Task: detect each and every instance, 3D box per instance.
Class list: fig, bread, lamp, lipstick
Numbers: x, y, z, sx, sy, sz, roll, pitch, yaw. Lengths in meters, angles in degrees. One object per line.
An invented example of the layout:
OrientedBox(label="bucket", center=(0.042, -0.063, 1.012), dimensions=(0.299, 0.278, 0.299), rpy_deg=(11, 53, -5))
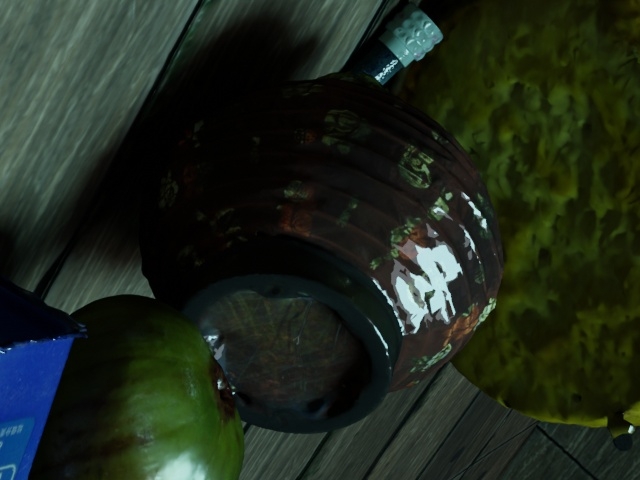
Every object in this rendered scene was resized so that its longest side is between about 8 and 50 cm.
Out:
OrientedBox(label="fig", center=(-0.172, 0.135, 1.134), dimensions=(0.259, 0.151, 0.151), rpy_deg=(-23, 168, 14))
OrientedBox(label="bread", center=(0.218, -0.050, 1.420), dimensions=(0.215, 0.398, 0.398), rpy_deg=(-13, 143, -40))
OrientedBox(label="lamp", center=(0.000, 0.000, 1.236), dimensions=(0.247, 0.247, 0.247), rpy_deg=(-43, 162, -17))
OrientedBox(label="lipstick", center=(0.035, -0.120, 1.377), dimensions=(0.116, 0.037, 0.037), rpy_deg=(-43, 163, 2))

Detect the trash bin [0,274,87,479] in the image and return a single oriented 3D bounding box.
OrientedBox(label="trash bin", center=(-0.247, 0.122, 1.023), dimensions=(0.234, 0.184, 0.162), rpy_deg=(-65, 162, 12))
